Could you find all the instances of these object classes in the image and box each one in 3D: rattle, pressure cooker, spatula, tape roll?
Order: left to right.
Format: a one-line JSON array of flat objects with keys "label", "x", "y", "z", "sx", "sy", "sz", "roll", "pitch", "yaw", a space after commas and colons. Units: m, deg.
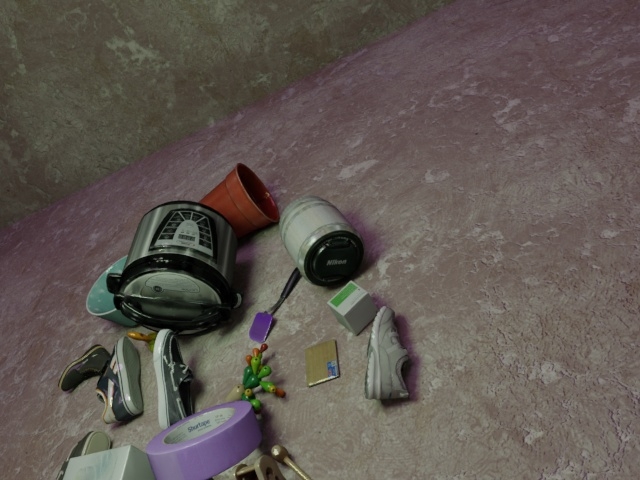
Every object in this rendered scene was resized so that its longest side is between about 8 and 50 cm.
[{"label": "rattle", "x": -0.566, "y": 0.286, "z": 1.848, "sx": 0.200, "sy": 0.143, "sz": 0.130, "roll": -52, "pitch": 22, "yaw": -14}, {"label": "pressure cooker", "x": -0.467, "y": 0.121, "z": 1.758, "sx": 0.369, "sy": 0.375, "sz": 0.421, "roll": -23, "pitch": 40, "yaw": 21}, {"label": "tape roll", "x": -0.289, "y": 0.503, "z": 1.310, "sx": 0.274, "sy": 0.090, "sz": 0.275, "roll": -18, "pitch": 1, "yaw": 0}, {"label": "spatula", "x": -0.142, "y": 0.201, "z": 1.719, "sx": 0.084, "sy": 0.030, "sz": 0.296, "roll": 6, "pitch": 52, "yaw": 43}]

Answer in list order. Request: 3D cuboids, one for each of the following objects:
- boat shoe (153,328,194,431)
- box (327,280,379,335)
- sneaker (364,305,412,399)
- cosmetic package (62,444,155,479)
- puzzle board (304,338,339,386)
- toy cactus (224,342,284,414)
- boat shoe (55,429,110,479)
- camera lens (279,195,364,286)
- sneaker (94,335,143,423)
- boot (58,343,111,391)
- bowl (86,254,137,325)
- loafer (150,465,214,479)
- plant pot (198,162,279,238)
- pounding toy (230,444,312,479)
[{"label": "boat shoe", "x": -0.427, "y": 0.410, "z": 1.561, "sx": 0.102, "sy": 0.108, "sz": 0.301, "roll": -12, "pitch": 70, "yaw": 11}, {"label": "box", "x": 0.094, "y": 0.193, "z": 1.499, "sx": 0.101, "sy": 0.102, "sz": 0.087, "roll": -41, "pitch": 40, "yaw": -13}, {"label": "sneaker", "x": 0.180, "y": 0.295, "z": 1.356, "sx": 0.115, "sy": 0.105, "sz": 0.281, "roll": 9, "pitch": 45, "yaw": 3}, {"label": "cosmetic package", "x": -0.576, "y": 0.693, "z": 1.389, "sx": 0.224, "sy": 0.138, "sz": 0.224, "roll": -20, "pitch": 42, "yaw": 19}, {"label": "puzzle board", "x": 0.003, "y": 0.344, "z": 1.472, "sx": 0.096, "sy": 0.011, "sz": 0.128, "roll": -22, "pitch": 39, "yaw": 13}, {"label": "toy cactus", "x": -0.195, "y": 0.412, "z": 1.488, "sx": 0.180, "sy": 0.112, "sz": 0.219, "roll": -42, "pitch": 36, "yaw": 19}, {"label": "boat shoe", "x": -0.713, "y": 0.714, "z": 1.507, "sx": 0.095, "sy": 0.112, "sz": 0.335, "roll": -28, "pitch": 31, "yaw": 27}, {"label": "camera lens", "x": 0.000, "y": 0.000, "z": 1.684, "sx": 0.219, "sy": 0.219, "sz": 0.274, "roll": -34, "pitch": 37, "yaw": -2}, {"label": "sneaker", "x": -0.677, "y": 0.459, "z": 1.738, "sx": 0.127, "sy": 0.126, "sz": 0.321, "roll": -27, "pitch": 39, "yaw": -2}, {"label": "boot", "x": -0.839, "y": 0.476, "z": 1.885, "sx": 0.137, "sy": 0.077, "sz": 0.198, "roll": 17, "pitch": 60, "yaw": 39}, {"label": "bowl", "x": -0.723, "y": 0.208, "z": 2.021, "sx": 0.311, "sy": 0.163, "sz": 0.312, "roll": -20, "pitch": 38, "yaw": 17}, {"label": "loafer", "x": -0.365, "y": 0.623, "z": 1.370, "sx": 0.223, "sy": 0.078, "sz": 0.076, "roll": 2, "pitch": 49, "yaw": 37}, {"label": "plant pot", "x": -0.347, "y": -0.117, "z": 2.052, "sx": 0.265, "sy": 0.272, "sz": 0.272, "roll": -33, "pitch": 36, "yaw": 13}, {"label": "pounding toy", "x": -0.101, "y": 0.569, "z": 1.177, "sx": 0.154, "sy": 0.154, "sz": 0.270, "roll": -24, "pitch": 38, "yaw": 11}]
